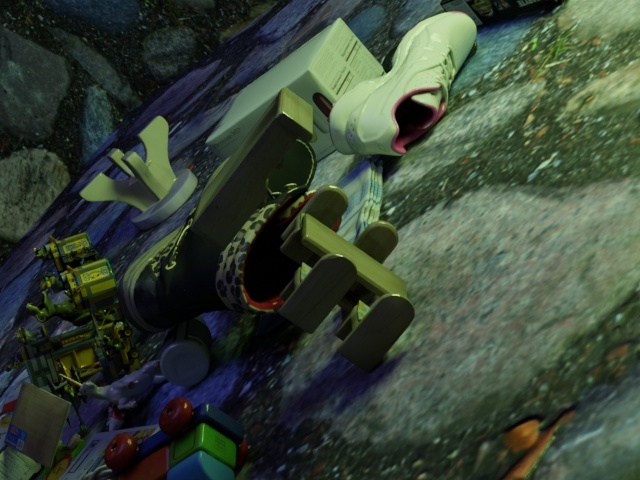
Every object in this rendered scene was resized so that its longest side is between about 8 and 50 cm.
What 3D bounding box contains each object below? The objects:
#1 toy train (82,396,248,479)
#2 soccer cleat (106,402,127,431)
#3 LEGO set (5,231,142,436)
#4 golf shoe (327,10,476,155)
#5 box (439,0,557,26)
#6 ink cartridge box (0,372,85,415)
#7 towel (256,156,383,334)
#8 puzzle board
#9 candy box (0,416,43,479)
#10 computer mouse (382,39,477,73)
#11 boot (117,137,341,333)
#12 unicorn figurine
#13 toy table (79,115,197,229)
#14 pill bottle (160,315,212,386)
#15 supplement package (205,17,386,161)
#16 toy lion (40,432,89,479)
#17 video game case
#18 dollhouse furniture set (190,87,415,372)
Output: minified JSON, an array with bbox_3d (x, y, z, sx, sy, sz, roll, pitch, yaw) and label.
[{"bbox_3d":[-0.191,0.287,1.223,0.248,0.105,0.143,-35,32,25],"label":"toy train"},{"bbox_3d":[-0.291,0.252,1.623,0.083,0.029,0.036,-161,92,-78],"label":"soccer cleat"},{"bbox_3d":[-0.411,0.131,1.785,0.192,0.255,0.331,-19,24,-15],"label":"LEGO set"},{"bbox_3d":[0.151,-0.224,1.689,0.140,0.115,0.306,21,60,45],"label":"golf shoe"},{"bbox_3d":[0.365,-0.471,1.816,0.295,0.073,0.293,-47,18,-15],"label":"box"},{"bbox_3d":[-0.500,0.253,1.952,0.179,0.045,0.145,-24,0,-43],"label":"ink cartridge box"},{"bbox_3d":[0.000,0.000,1.571,0.209,0.034,0.285,-37,18,20],"label":"towel"},{"bbox_3d":[-0.411,0.267,1.665,0.128,0.011,0.096,13,85,45],"label":"puzzle board"},{"bbox_3d":[-0.521,0.380,1.753,0.233,0.071,0.159,-51,18,-26],"label":"candy box"},{"bbox_3d":[0.183,-0.300,1.887,0.071,0.041,0.242,-57,27,-14],"label":"computer mouse"},{"bbox_3d":[-0.072,-0.023,1.515,0.377,0.138,0.284,-44,21,-31],"label":"boot"},{"bbox_3d":[-0.270,0.202,1.616,0.162,0.060,0.111,-11,2,-30],"label":"unicorn figurine"},{"bbox_3d":[-0.398,-0.137,2.564,0.252,0.161,0.274,-50,20,-22],"label":"toy table"},{"bbox_3d":[-0.183,0.145,1.571,0.067,0.067,0.120,-39,18,11],"label":"pill bottle"},{"bbox_3d":[-0.039,-0.231,2.018,0.262,0.145,0.204,-32,20,34],"label":"supplement package"},{"bbox_3d":[-0.369,0.325,1.626,0.100,0.034,0.096,-22,34,49],"label":"toy lion"},{"bbox_3d":[-0.306,0.334,1.468,0.206,0.026,0.227,-19,28,53],"label":"video game case"},{"bbox_3d":[0.009,-0.021,1.236,0.161,0.242,0.212,-51,14,17],"label":"dollhouse furniture set"}]
